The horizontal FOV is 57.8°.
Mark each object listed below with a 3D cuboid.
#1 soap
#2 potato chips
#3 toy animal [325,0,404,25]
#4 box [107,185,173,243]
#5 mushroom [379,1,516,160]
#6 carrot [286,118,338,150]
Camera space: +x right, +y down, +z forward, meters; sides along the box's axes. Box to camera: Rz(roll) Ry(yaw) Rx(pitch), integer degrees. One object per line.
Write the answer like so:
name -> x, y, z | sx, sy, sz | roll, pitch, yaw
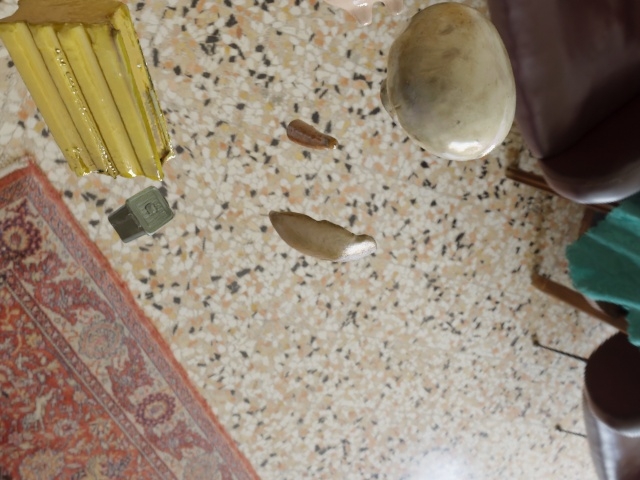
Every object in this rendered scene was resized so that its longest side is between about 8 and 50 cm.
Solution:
soap -> -0.388, -0.251, 1.014 | 0.204, 0.096, 0.324 | 7, 140, 9
potato chips -> -0.001, 0.000, 1.024 | 0.061, 0.208, 0.195 | -70, 160, -5
toy animal -> 0.038, -0.379, 0.666 | 0.165, 0.149, 0.247 | -22, 104, -14
box -> -0.360, -0.049, 1.159 | 0.069, 0.122, 0.084 | -26, 102, 22
mushroom -> 0.198, -0.235, 0.886 | 0.184, 0.254, 0.255 | -26, 129, 35
carrot -> -0.013, -0.243, 1.378 | 0.061, 0.210, 0.061 | -10, 113, -25
